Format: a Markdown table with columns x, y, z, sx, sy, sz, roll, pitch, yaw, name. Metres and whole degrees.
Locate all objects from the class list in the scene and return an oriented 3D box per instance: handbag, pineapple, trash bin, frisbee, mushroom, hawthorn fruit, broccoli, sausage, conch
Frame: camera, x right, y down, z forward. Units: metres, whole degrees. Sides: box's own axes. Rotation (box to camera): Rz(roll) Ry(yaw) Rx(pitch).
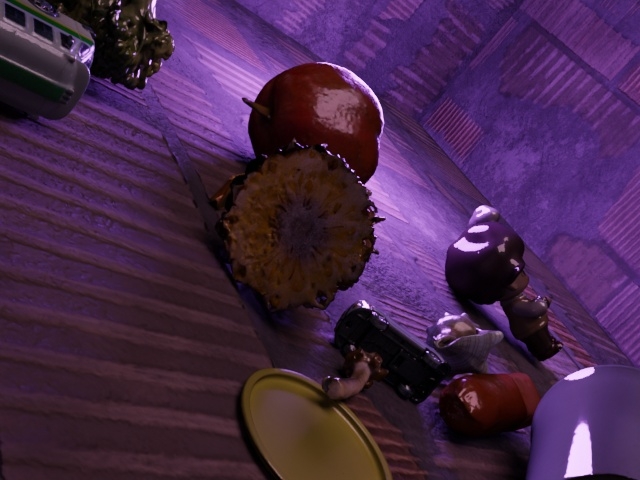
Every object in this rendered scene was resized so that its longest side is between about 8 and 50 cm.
| x | y | z | sx | sy | sz | roll | pitch | yaw | name |
| --- | --- | --- | --- | --- | --- | --- | --- | --- | --- |
| -0.149 | -0.084 | 1.304 | 0.027 | 0.061 | 0.083 | 45 | 18 | 5 | handbag |
| 0.000 | 0.000 | 1.218 | 0.262 | 0.262 | 0.271 | 48 | 7 | 20 | pineapple |
| 0.440 | 0.367 | 1.143 | 0.280 | 0.280 | 0.432 | 44 | 22 | 9 | trash bin |
| -0.003 | 0.247 | 0.924 | 0.236 | 0.017 | 0.236 | 36 | 20 | -15 | frisbee |
| 0.047 | 0.188 | 1.065 | 0.060 | 0.061 | 0.187 | 57 | 15 | 8 | mushroom |
| -0.032 | -0.235 | 1.576 | 0.330 | 0.287 | 0.287 | 14 | 32 | -42 | hawthorn fruit |
| -0.346 | -0.404 | 1.347 | 0.288 | 0.245 | 0.248 | 53 | 12 | 17 | broccoli |
| 0.302 | 0.283 | 1.329 | 0.348 | 0.094 | 0.097 | 15 | 48 | -55 | sausage |
| 0.255 | 0.195 | 1.362 | 0.234 | 0.137 | 0.115 | -100 | -176 | -83 | conch |

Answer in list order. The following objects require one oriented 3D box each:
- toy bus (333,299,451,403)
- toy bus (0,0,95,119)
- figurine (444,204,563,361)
| x | y | z | sx | sy | sz | roll | pitch | yaw | name |
| --- | --- | --- | --- | --- | --- | --- | --- | --- | --- |
| 0.108 | 0.168 | 1.219 | 0.193 | 0.087 | 0.089 | 36 | 12 | -14 | toy bus |
| -0.443 | -0.271 | 1.032 | 0.276 | 0.134 | 0.165 | 23 | 25 | -40 | toy bus |
| 0.465 | 0.109 | 1.856 | 0.365 | 0.206 | 0.218 | 41 | 18 | -1 | figurine |
